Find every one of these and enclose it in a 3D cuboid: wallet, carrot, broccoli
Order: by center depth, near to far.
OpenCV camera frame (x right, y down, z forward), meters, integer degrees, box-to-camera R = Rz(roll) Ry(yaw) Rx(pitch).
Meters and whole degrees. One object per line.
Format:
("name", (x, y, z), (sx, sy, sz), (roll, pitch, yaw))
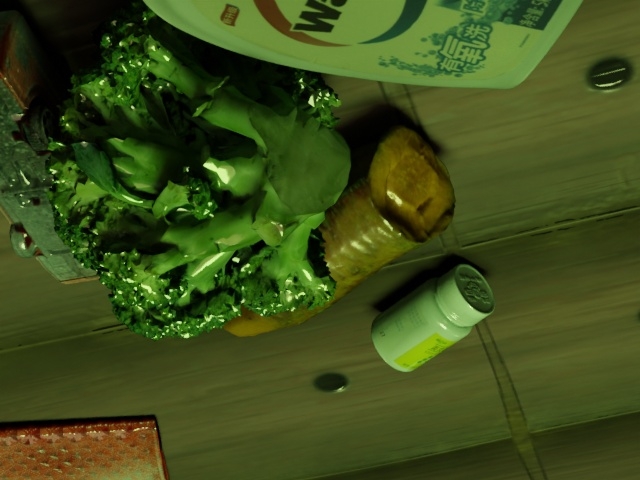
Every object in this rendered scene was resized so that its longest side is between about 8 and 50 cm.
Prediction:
("broccoli", (-0.058, -0.039, 0.707), (0.195, 0.195, 0.156), (28, 152, -31))
("carrot", (0.000, 0.000, 0.827), (0.082, 0.082, 0.173), (32, 132, -34))
("wallet", (-0.225, 0.181, 1.073), (0.197, 0.020, 0.103), (-3, 141, 0))

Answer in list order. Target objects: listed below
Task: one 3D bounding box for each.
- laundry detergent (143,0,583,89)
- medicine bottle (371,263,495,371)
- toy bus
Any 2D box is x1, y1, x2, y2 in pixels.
("laundry detergent", (-0.006, -0.178, 0.600), (0.281, 0.105, 0.215), (12, 138, -15))
("medicine bottle", (0.078, 0.054, 0.920), (0.047, 0.047, 0.083), (28, 132, -31))
("toy bus", (-0.163, -0.048, 0.763), (0.065, 0.077, 0.192), (-11, 141, 12))
